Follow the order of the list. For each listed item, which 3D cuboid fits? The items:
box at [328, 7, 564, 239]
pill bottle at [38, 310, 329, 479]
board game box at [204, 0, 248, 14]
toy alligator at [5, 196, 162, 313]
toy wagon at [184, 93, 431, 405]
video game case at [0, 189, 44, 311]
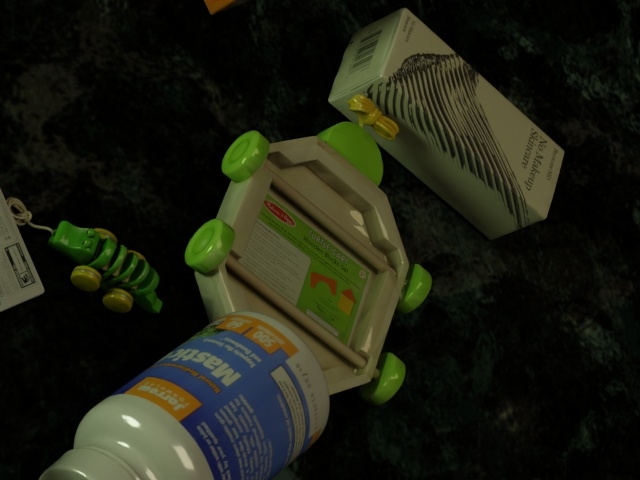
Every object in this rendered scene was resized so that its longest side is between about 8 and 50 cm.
[{"bbox_3d":[0.144,-0.128,2.174,0.275,0.094,0.113,37,52,-26],"label":"box"},{"bbox_3d":[-0.126,0.186,1.756,0.272,0.152,0.152,-35,99,-45],"label":"pill bottle"},{"bbox_3d":[0.032,-0.499,2.026,0.356,0.356,0.356,-28,94,-45],"label":"board game box"},{"bbox_3d":[-0.211,0.011,1.816,0.190,0.051,0.056,37,51,-27],"label":"toy alligator"},{"bbox_3d":[0.000,0.000,2.010,0.267,0.068,0.344,39,50,-26],"label":"toy wagon"},{"bbox_3d":[-0.333,-0.001,1.732,0.143,0.019,0.157,-25,93,-45],"label":"video game case"}]
